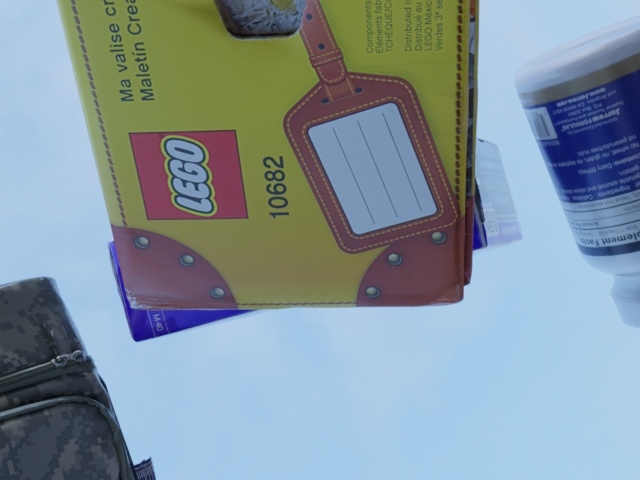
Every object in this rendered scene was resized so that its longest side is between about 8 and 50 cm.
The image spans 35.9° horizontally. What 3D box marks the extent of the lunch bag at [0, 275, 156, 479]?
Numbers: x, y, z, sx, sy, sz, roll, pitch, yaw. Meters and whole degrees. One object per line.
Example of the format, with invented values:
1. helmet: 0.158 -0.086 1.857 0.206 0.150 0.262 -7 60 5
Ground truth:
1. lunch bag: -0.318 0.198 0.834 0.305 0.212 0.256 -14 -108 -41

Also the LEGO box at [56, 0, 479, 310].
1. LEGO box: -0.021 -0.269 0.530 0.193 0.372 0.500 -1 -54 5

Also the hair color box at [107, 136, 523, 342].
1. hair color box: 0.000 0.000 0.920 0.185 0.339 0.110 -6 -101 -69

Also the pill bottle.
1. pill bottle: 0.293 -0.061 0.907 0.153 0.153 0.264 -30 -78 -29
